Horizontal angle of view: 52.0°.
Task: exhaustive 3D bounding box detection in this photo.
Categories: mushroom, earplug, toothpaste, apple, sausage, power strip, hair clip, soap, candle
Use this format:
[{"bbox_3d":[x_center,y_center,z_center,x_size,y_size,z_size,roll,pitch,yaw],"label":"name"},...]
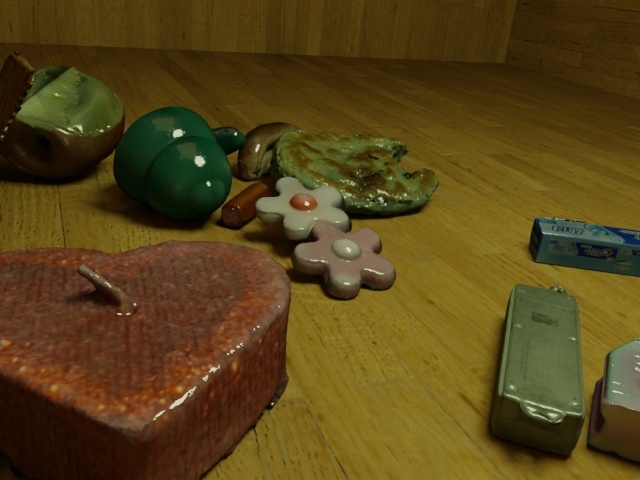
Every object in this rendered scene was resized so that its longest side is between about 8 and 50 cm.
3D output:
[{"bbox_3d":[-0.089,-0.176,1.249,0.072,0.094,0.209,23,33,29],"label":"mushroom"},{"bbox_3d":[-0.210,-0.115,1.037,0.257,0.164,0.280,27,14,-47],"label":"earplug"},{"bbox_3d":[0.453,0.015,0.966,0.272,0.053,0.066,9,23,5],"label":"toothpaste"},{"bbox_3d":[-0.438,-0.190,1.093,0.207,0.174,0.188,12,50,2],"label":"apple"},{"bbox_3d":[-0.113,-0.057,1.018,0.039,0.041,0.131,-10,17,20],"label":"sausage"},{"bbox_3d":[0.223,0.120,0.669,0.078,0.052,0.272,12,25,15],"label":"power strip"},{"bbox_3d":[0.002,-0.006,0.899,0.146,0.075,0.257,-2,28,-29],"label":"hair clip"},{"bbox_3d":[0.314,0.149,0.618,0.100,0.056,0.149,18,26,21],"label":"soap"},{"bbox_3d":[-0.172,0.090,0.553,0.316,0.132,0.287,-2,27,-16],"label":"candle"}]

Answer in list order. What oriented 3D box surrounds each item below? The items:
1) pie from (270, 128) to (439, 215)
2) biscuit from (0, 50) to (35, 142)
[{"bbox_3d":[0.053,-0.127,1.158,0.302,0.067,0.303,10,32,-6],"label":"pie"},{"bbox_3d":[-0.509,-0.178,1.006,0.013,0.232,0.237,28,5,-38],"label":"biscuit"}]
